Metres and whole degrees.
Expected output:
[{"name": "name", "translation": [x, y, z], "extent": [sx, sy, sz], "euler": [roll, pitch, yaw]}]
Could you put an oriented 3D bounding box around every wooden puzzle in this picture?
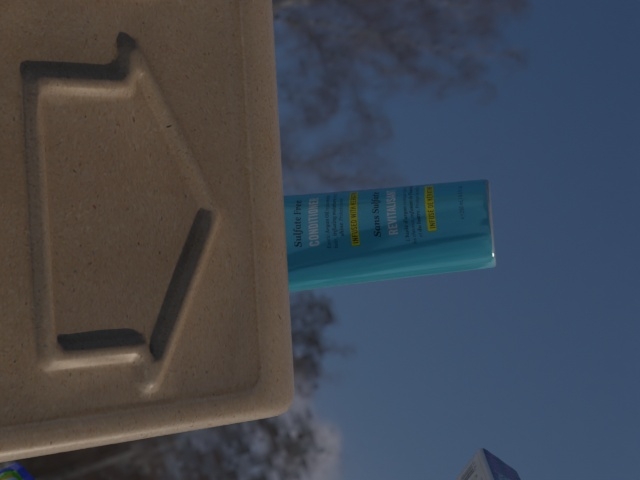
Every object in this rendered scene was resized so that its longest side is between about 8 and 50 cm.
[{"name": "wooden puzzle", "translation": [-0.139, -0.079, 0.646], "extent": [0.081, 0.348, 0.322], "euler": [-3, -90, 37]}]

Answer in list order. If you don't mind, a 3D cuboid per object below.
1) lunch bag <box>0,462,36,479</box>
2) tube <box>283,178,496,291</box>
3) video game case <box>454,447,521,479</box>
[{"name": "lunch bag", "translation": [-0.202, 0.224, 1.055], "extent": [0.151, 0.129, 0.096], "euler": [55, -35, 15]}, {"name": "tube", "translation": [0.000, 0.000, 1.024], "extent": [0.052, 0.207, 0.080], "euler": [77, 9, -46]}, {"name": "video game case", "translation": [0.076, 0.256, 1.211], "extent": [0.042, 0.210, 0.232], "euler": [34, 2, 1]}]
